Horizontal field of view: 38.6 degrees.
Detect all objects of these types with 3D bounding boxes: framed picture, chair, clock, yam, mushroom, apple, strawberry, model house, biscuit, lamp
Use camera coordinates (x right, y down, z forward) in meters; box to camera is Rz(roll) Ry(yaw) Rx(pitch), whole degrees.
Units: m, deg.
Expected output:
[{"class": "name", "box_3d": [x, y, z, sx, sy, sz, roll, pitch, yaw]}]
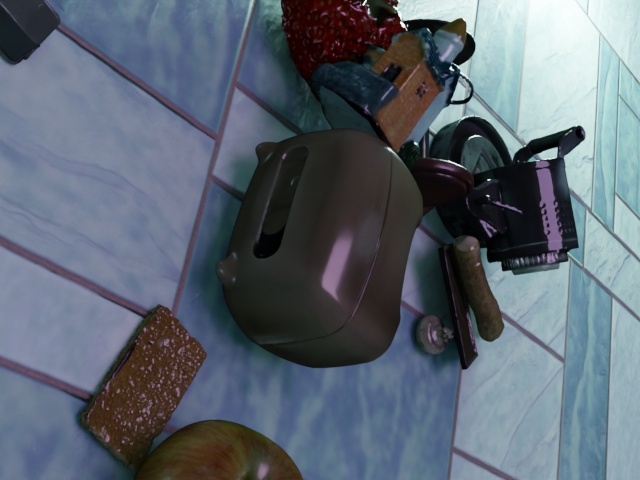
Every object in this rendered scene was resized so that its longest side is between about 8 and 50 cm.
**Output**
[{"class": "framed picture", "box_3d": [0.302, 0.138, 2.000, 0.192, 0.018, 0.265, -4, 83, -74]}, {"class": "chair", "box_3d": [0.204, -0.224, 1.875, 0.227, 0.227, 0.400, 22, 65, -45]}, {"class": "clock", "box_3d": [0.368, -0.136, 2.168, 0.319, 0.066, 0.318, 15, 70, -46]}, {"class": "yam", "box_3d": [0.351, 0.106, 2.038, 0.066, 0.066, 0.299, -62, 140, -38]}, {"class": "mushroom", "box_3d": [0.244, 0.197, 1.925, 0.085, 0.079, 0.085, 13, 71, -43]}, {"class": "apple", "box_3d": [-0.154, 0.391, 1.301, 0.264, 0.264, 0.264, 16, 69, -47]}, {"class": "strawberry", "box_3d": [0.031, -0.407, 1.751, 0.261, 0.257, 0.261, 27, 39, -24]}, {"class": "model house", "box_3d": [0.152, -0.299, 1.664, 0.291, 0.184, 0.253, -47, 148, -4]}, {"class": "biscuit", "box_3d": [-0.261, 0.216, 1.368, 0.131, 0.025, 0.230, 55, 45, -27]}, {"class": "lamp", "box_3d": [0.470, -0.059, 2.055, 0.374, 0.205, 0.272, -29, 99, -32]}]

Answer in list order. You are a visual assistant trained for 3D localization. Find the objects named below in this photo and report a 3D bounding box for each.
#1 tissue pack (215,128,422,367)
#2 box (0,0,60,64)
[{"class": "tissue pack", "box_3d": [0.000, 0.000, 1.541, 0.277, 0.267, 0.387, 41, 53, -40]}, {"class": "box", "box_3d": [-0.427, -0.317, 1.274, 0.122, 0.069, 0.084, 51, 45, -29]}]
